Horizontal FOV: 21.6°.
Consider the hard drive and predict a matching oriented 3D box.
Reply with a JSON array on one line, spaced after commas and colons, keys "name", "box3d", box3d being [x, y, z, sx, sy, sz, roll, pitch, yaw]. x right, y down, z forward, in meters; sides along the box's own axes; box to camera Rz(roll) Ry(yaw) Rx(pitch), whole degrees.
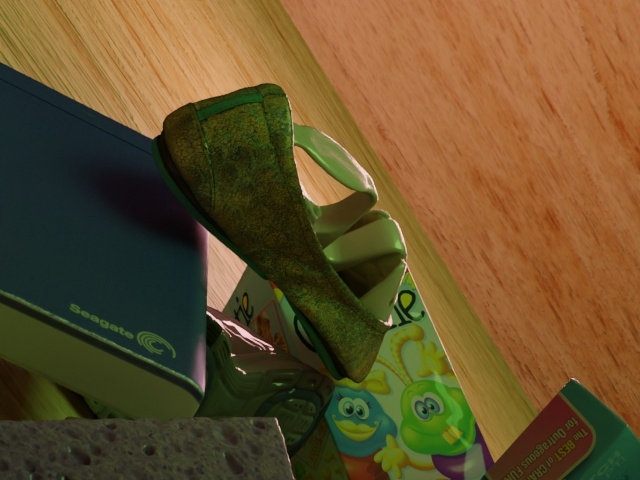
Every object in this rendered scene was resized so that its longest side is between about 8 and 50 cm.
[{"name": "hard drive", "box3d": [-0.172, -0.013, 1.107, 0.210, 0.040, 0.319, 27, 22, -15]}]

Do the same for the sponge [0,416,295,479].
[{"name": "sponge", "box3d": [-0.114, 0.141, 0.866, 0.117, 0.210, 0.031, -108, -156, -49]}]

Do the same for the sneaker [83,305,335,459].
[{"name": "sneaker", "box3d": [-0.113, 0.090, 1.256, 0.129, 0.111, 0.297, 37, 1, 35]}]

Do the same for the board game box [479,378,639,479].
[{"name": "board game box", "box3d": [0.152, 0.284, 1.365, 0.064, 0.316, 0.242, 41, -2, 35]}]

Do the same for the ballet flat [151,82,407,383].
[{"name": "ballet flat", "box3d": [0.000, 0.000, 1.235, 0.348, 0.123, 0.123, 52, 14, -52]}]

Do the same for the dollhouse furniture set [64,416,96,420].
[{"name": "dollhouse furniture set", "box3d": [-0.103, 0.167, 0.904, 0.123, 0.144, 0.151, 60, 39, -66]}]

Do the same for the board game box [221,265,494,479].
[{"name": "board game box", "box3d": [0.029, 0.150, 1.448, 0.144, 0.142, 0.275, -58, -134, 49]}]
